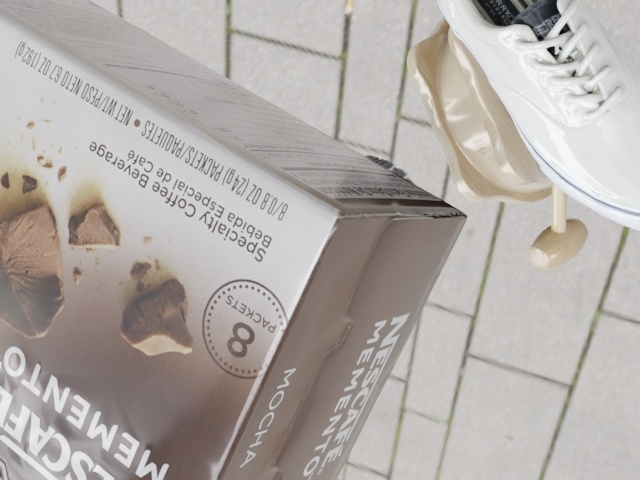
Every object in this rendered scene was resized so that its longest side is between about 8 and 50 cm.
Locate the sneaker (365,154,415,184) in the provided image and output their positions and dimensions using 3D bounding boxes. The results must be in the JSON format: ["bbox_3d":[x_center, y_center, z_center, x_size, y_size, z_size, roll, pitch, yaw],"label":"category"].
[{"bbox_3d":[0.000,0.000,0.980,0.110,0.107,0.275,49,145,-19],"label":"sneaker"}]

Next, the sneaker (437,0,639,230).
[{"bbox_3d":[0.153,-0.111,0.694,0.258,0.094,0.091,52,-177,24],"label":"sneaker"}]

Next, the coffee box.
[{"bbox_3d":[-0.112,-0.008,0.468,0.297,0.119,0.168,32,106,23],"label":"coffee box"}]

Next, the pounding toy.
[{"bbox_3d":[0.214,-0.119,1.015,0.155,0.154,0.269,-22,90,54],"label":"pounding toy"}]
